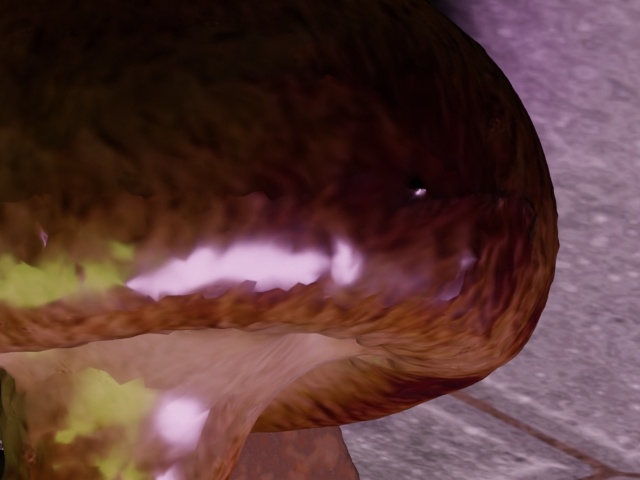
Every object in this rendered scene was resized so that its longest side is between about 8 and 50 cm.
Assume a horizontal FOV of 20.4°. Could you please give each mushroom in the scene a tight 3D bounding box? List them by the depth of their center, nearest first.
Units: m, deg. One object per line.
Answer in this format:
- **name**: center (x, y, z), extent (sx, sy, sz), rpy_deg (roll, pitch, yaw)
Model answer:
- **mushroom**: center (-0.079, 0.046, 0.726), extent (0.334, 0.356, 0.331), rpy_deg (-12, 142, 36)

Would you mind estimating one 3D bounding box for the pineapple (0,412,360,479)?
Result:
- **pineapple**: center (-0.142, 0.162, 1.191), extent (0.340, 0.169, 0.169), rpy_deg (-6, 146, 43)
